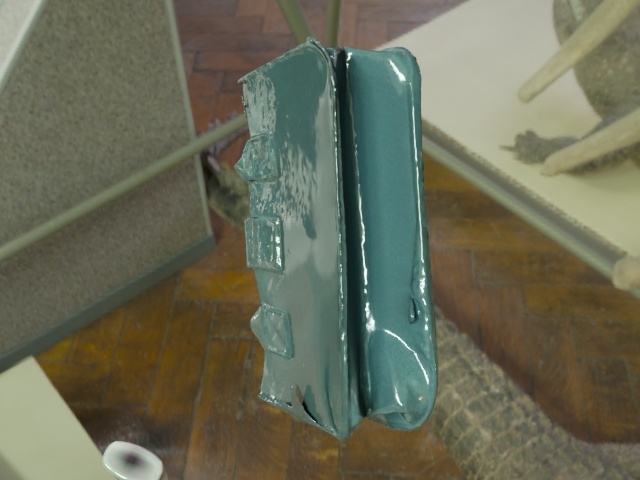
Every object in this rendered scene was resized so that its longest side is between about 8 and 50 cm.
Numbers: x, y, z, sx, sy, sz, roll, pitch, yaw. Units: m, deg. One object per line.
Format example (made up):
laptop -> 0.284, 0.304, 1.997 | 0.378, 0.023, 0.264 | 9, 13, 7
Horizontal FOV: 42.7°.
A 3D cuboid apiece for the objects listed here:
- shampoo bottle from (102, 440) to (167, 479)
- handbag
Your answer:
shampoo bottle -> -0.221, 0.279, 0.990 | 0.072, 0.099, 0.043 | 22, 65, 6
handbag -> 0.000, 0.000, 0.518 | 0.062, 0.229, 0.179 | -4, 2, -24
